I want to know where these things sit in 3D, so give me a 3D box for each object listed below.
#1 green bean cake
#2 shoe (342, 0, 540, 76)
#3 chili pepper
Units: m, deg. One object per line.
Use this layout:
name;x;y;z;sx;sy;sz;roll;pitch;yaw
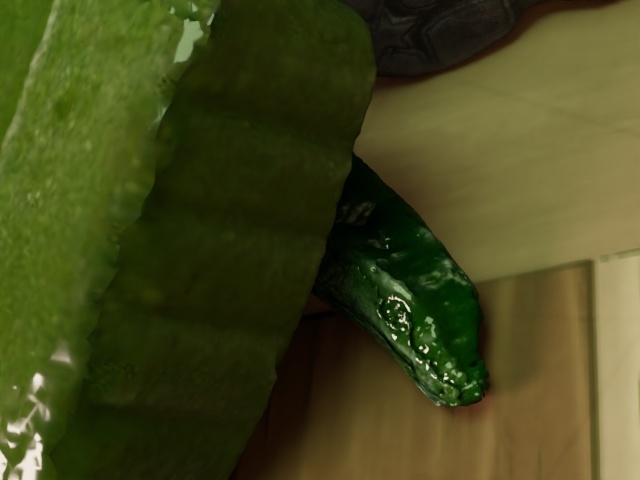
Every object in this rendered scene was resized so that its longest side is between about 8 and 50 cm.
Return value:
green bean cake;-0.104;-0.013;0.704;0.222;0.125;0.248;22;94;41
shoe;0.097;-0.178;0.763;0.245;0.095;0.137;-26;50;22
chili pepper;0.000;0.000;0.725;0.088;0.059;0.227;-55;51;16
